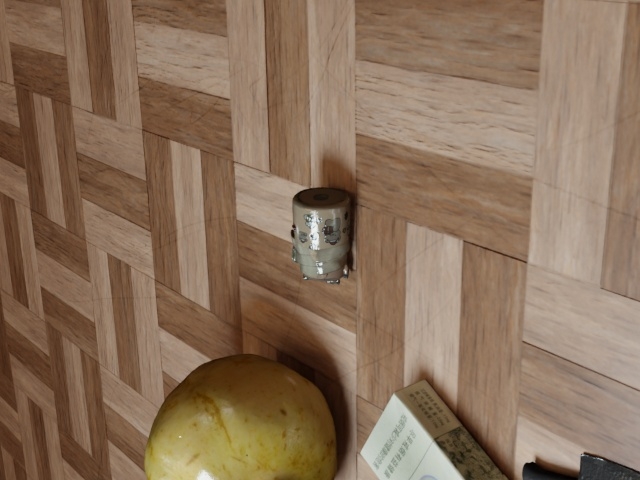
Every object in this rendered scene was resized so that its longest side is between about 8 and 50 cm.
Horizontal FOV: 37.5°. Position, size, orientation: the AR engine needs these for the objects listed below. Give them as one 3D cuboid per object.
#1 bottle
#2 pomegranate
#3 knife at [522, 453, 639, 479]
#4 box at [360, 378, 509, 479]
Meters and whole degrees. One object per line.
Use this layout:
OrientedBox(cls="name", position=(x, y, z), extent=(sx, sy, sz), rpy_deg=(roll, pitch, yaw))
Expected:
OrientedBox(cls="bottle", position=(0.000, 0.001, 1.467), extent=(0.099, 0.099, 0.152), rpy_deg=(28, 128, 45))
OrientedBox(cls="pomegranate", position=(-0.129, 0.368, 1.577), extent=(0.343, 0.343, 0.342), rpy_deg=(24, 121, 46))
OrientedBox(cls="knife", position=(0.350, 0.302, 1.183), extent=(0.230, 0.028, 0.059), rpy_deg=(2, 92, 51))
OrientedBox(cls="box", position=(0.180, 0.355, 1.385), extent=(0.256, 0.069, 0.164), rpy_deg=(51, 138, 29))
